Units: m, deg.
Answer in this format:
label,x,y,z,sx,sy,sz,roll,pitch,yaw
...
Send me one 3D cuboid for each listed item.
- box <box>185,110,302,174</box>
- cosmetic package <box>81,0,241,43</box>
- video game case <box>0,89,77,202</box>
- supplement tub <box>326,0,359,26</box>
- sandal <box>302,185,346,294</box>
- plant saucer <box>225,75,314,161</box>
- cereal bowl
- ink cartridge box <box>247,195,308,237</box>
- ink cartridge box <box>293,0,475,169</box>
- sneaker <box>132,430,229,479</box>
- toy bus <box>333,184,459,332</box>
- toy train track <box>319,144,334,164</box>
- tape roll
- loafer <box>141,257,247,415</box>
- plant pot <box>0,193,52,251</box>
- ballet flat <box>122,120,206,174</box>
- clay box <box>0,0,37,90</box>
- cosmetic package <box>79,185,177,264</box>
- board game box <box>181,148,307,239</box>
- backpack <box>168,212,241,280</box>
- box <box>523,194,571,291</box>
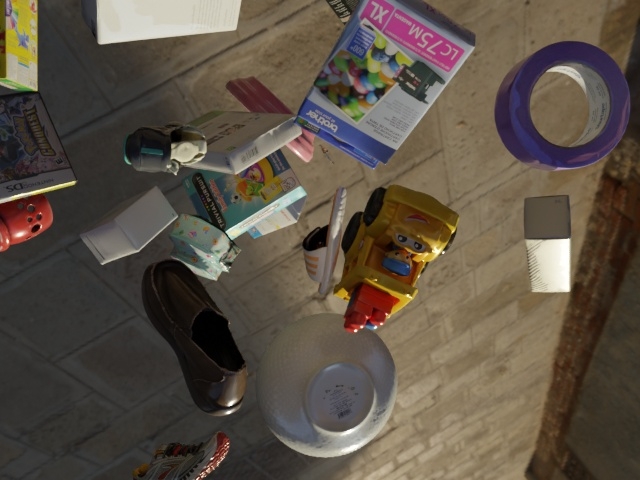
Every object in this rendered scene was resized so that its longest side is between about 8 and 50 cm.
label,x,y,z,sx,sy,sz,roll,pitch,yaw
box,-0.238,-0.249,1.418,0.232,0.322,0.058,-38,129,-37
cosmetic package,-0.235,-0.378,0.873,0.231,0.085,0.117,-17,148,-31
video game case,-0.808,-0.244,1.506,0.248,0.275,0.035,-23,180,-38
supplement tub,0.145,-0.654,1.606,0.193,0.193,0.316,-40,119,7
sandal,0.003,-0.007,1.234,0.076,0.102,0.265,13,126,7
plant saucer,-0.134,-0.373,1.729,0.084,0.332,0.332,-46,141,7
cereal bowl,0.027,0.339,1.332,0.339,0.141,0.339,0,90,-15
ink cartridge box,-0.201,-0.150,2.254,0.232,0.168,0.171,-18,125,33
ink cartridge box,0.088,-0.253,0.962,0.185,0.065,0.311,28,135,-10
sneaker,-0.260,0.406,1.049,0.225,0.093,0.088,-37,170,17
toy bus,0.106,0.045,0.941,0.149,0.211,0.220,26,151,-6
toy train track,0.025,-0.286,1.923,0.014,0.048,0.083,-31,115,14
tape roll,0.536,-0.295,1.293,0.274,0.275,0.090,-34,-175,-2
loafer,-0.236,0.161,1.153,0.133,0.366,0.130,-8,141,-45
plant pot,-0.895,-0.072,1.644,0.174,0.191,0.191,-53,162,-46
ballet flat,-0.192,-0.122,0.775,0.074,0.074,0.203,-44,-175,12
clay box,-0.624,-0.425,1.166,0.053,0.127,0.222,1,93,0
cosmetic package,-0.658,-0.053,1.992,0.224,0.224,0.138,-15,115,36
board game box,-0.251,-0.174,1.882,0.336,0.254,0.079,-31,158,3
backpack,-0.325,0.014,1.571,0.144,0.166,0.188,-59,161,-21
box,0.520,0.015,1.319,0.094,0.113,0.275,-2,149,23
